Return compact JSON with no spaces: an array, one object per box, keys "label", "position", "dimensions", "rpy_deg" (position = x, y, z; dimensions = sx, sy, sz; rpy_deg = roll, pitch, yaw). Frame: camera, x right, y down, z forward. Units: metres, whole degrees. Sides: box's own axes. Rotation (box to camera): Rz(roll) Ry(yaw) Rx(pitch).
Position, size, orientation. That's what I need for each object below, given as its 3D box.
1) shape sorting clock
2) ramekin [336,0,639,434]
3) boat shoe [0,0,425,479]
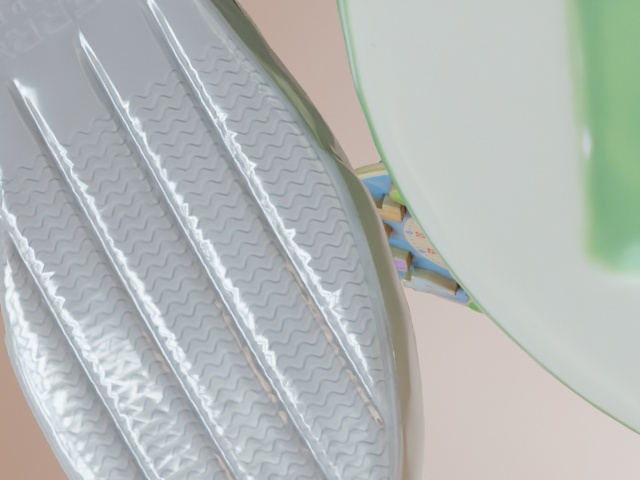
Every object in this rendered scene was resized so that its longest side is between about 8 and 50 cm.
[{"label":"shape sorting clock","position":[0.102,0.007,1.168],"dimensions":[0.206,0.206,0.040],"rpy_deg":[72,-152,-65]},{"label":"ramekin","position":[0.151,-0.074,0.507],"dimensions":[0.148,0.303,0.303],"rpy_deg":[-46,-24,-46]},{"label":"boat shoe","position":[-0.053,-0.038,0.637],"dimensions":[0.121,0.335,0.119],"rpy_deg":[-25,-8,11]}]
